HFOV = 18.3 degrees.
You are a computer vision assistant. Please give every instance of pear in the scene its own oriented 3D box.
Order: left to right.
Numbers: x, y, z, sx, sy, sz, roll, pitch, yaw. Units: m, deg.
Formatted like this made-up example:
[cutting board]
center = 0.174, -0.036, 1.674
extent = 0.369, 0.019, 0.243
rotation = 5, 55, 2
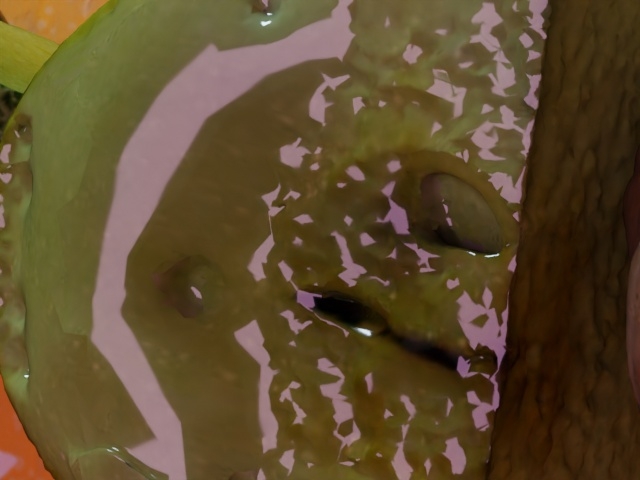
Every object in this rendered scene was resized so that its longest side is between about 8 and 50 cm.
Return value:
[pear]
center = 0.000, 0.000, 0.903
extent = 0.318, 0.238, 0.342
rotation = 11, 95, 29

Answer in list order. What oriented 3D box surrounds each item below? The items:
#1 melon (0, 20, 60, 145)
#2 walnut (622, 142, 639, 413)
[melon]
center = -0.251, -0.081, 1.098
extent = 0.343, 0.226, 0.331
rotation = 30, 143, 30
[walnut]
center = 0.228, 0.017, 0.755
extent = 0.248, 0.248, 0.248
rotation = -2, 87, 32
